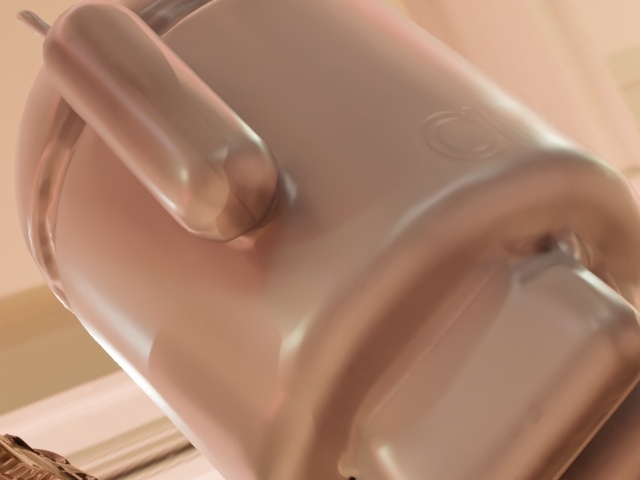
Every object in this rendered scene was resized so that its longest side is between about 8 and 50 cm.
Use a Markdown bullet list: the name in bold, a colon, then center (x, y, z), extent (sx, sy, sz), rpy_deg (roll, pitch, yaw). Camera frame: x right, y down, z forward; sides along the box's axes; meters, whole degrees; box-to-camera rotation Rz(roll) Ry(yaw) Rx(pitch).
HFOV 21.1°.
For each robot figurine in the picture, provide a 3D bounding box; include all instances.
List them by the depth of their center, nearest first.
- **robot figurine**: center (0.000, 0.000, 0.743), extent (0.353, 0.200, 0.300), rpy_deg (41, 179, 37)

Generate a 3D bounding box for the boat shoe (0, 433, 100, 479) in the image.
- **boat shoe**: center (-0.096, 0.127, 0.663), extent (0.073, 0.223, 0.080), rpy_deg (21, -84, -45)
